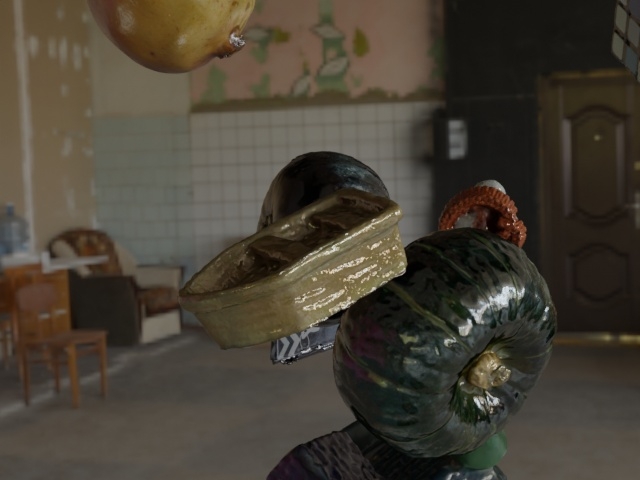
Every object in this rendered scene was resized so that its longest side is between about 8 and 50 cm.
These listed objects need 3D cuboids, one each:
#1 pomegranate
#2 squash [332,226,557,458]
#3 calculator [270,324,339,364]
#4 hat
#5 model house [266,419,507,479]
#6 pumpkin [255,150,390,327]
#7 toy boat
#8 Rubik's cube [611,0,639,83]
[{"bbox_3d":[-0.214,-0.376,1.618,0.264,0.265,0.264,-2,4,0],"label":"pomegranate"},{"bbox_3d":[0.133,0.109,1.152,0.252,0.252,0.165,-5,36,-35],"label":"squash"},{"bbox_3d":[0.015,0.111,1.863,0.028,0.166,0.274,14,18,40],"label":"calculator"},{"bbox_3d":[0.217,-0.034,1.421,0.112,0.094,0.162,5,14,13],"label":"hat"},{"bbox_3d":[0.083,0.316,1.326,0.298,0.243,0.284,-34,-20,-18],"label":"model house"},{"bbox_3d":[0.000,0.000,1.412,0.163,0.233,0.233,8,0,-20],"label":"pumpkin"},{"bbox_3d":[-0.024,0.027,0.883,0.188,0.061,0.116,-28,20,-19],"label":"toy boat"},{"bbox_3d":[0.436,-0.255,1.162,0.182,0.184,0.187,-12,40,-6],"label":"Rubik's cube"}]
